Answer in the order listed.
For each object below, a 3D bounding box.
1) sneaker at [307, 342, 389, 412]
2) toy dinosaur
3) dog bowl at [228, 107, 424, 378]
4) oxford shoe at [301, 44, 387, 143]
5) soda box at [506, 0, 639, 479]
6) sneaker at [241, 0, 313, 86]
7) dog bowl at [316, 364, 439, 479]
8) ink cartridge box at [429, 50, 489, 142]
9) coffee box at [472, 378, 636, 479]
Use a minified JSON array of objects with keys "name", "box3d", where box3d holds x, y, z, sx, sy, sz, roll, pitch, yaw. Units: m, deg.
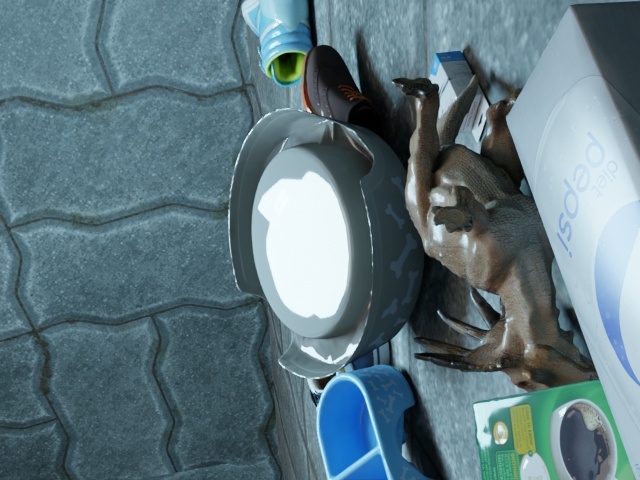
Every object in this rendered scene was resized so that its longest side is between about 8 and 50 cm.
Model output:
[{"name":"sneaker","box3d":[0.043,0.267,1.180,0.126,0.127,0.321,-114,18,-56]},{"name":"toy dinosaur","box3d":[0.121,-0.007,0.550,0.200,0.127,0.296,87,173,-45]},{"name":"dog bowl","box3d":[0.000,0.000,0.916,0.348,0.102,0.349,13,106,54]},{"name":"oxford shoe","box3d":[0.046,-0.187,0.997,0.098,0.096,0.271,-51,51,53]},{"name":"soda box","box3d":[0.180,0.029,0.306,0.091,0.098,0.286,104,158,-63]},{"name":"sneaker","box3d":[-0.093,-0.420,1.470,0.319,0.127,0.208,-167,71,-80]},{"name":"dog bowl","box3d":[0.074,0.314,0.963,0.166,0.074,0.297,-50,42,38]},{"name":"ink cartridge box","box3d":[0.131,-0.137,0.664,0.048,0.028,0.083,95,164,-51]},{"name":"coffee box","box3d":[0.169,0.142,0.415,0.184,0.040,0.113,-36,52,56]}]
